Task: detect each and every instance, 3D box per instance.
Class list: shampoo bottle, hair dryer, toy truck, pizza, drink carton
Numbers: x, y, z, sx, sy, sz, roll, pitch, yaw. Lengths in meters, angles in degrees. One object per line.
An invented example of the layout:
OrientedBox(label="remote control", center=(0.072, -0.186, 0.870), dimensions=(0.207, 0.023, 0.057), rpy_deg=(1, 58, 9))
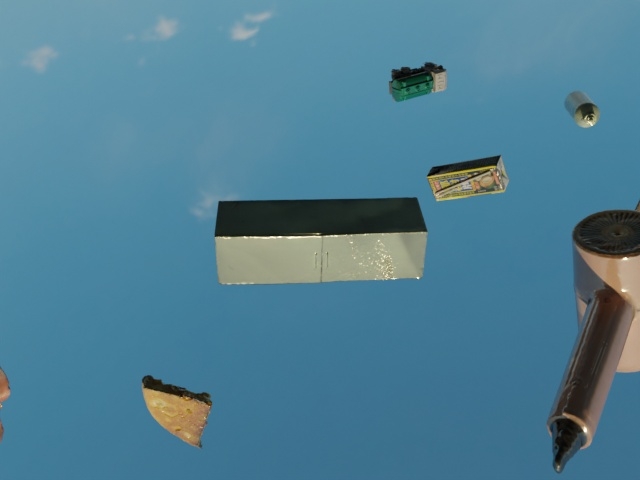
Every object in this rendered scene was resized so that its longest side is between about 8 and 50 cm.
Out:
OrientedBox(label="shampoo bottle", center=(0.568, -0.275, 1.537), dimensions=(0.056, 0.056, 0.195), rpy_deg=(-11, -158, 13))
OrientedBox(label="hair dryer", center=(0.304, 0.131, 0.792), dimensions=(0.107, 0.189, 0.344), rpy_deg=(8, -142, 33))
OrientedBox(label="toy truck", center=(0.127, -0.204, 0.927), dimensions=(0.083, 0.039, 0.044), rpy_deg=(-19, -148, -23))
OrientedBox(label="pizza", center=(-0.245, 0.297, 1.277), dimensions=(0.131, 0.178, 0.041), rpy_deg=(-35, -160, 30))
OrientedBox(label="drink carton", center=(0.326, -0.136, 1.591), dimensions=(0.165, 0.071, 0.056), rpy_deg=(-8, -149, 33))

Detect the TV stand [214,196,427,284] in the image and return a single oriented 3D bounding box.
OrientedBox(label="TV stand", center=(0.000, 0.000, 0.947), dimensions=(0.269, 0.083, 0.088), rpy_deg=(-2, -145, -2))

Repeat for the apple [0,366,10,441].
OrientedBox(label="apple", center=(-0.701, 0.317, 1.256), dimensions=(0.251, 0.293, 0.163), rpy_deg=(11, -152, 5))

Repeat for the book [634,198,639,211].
OrientedBox(label="book", center=(0.578, -0.029, 1.168), dimensions=(0.127, 0.014, 0.182), rpy_deg=(24, -88, 15))
